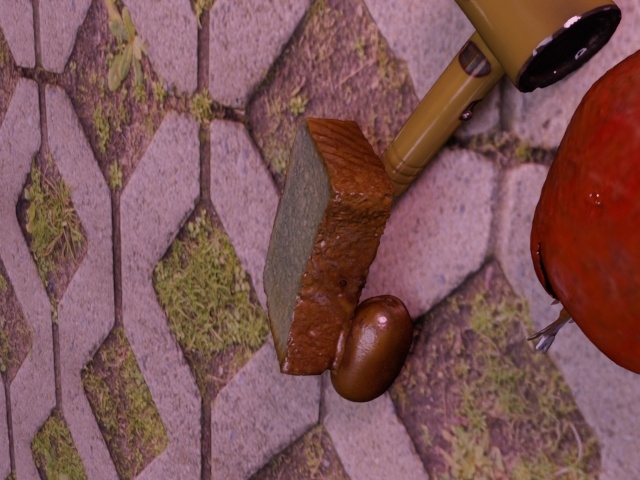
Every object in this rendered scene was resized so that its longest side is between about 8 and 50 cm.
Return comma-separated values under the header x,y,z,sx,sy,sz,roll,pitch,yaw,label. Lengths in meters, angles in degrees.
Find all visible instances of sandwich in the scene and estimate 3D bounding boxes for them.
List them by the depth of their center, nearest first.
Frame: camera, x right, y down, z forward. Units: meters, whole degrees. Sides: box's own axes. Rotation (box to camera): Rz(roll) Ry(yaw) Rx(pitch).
x,y,z,sx,sy,sz,roll,pitch,yaw,label
0.000,0.000,0.787,0.186,0.065,0.215,-109,30,-54,sandwich

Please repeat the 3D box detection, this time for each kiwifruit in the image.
x,y,z,sx,sy,sz,roll,pitch,yaw,label
0.052,0.112,0.808,0.075,0.075,0.125,43,123,30,kiwifruit

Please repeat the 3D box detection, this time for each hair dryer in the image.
x,y,z,sx,sy,sz,roll,pitch,yaw,label
0.114,-0.142,0.684,0.135,0.090,0.279,58,140,18,hair dryer

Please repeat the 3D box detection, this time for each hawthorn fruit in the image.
x,y,z,sx,sy,sz,roll,pitch,yaw,label
0.230,-0.006,0.513,0.211,0.211,0.299,57,143,19,hawthorn fruit
